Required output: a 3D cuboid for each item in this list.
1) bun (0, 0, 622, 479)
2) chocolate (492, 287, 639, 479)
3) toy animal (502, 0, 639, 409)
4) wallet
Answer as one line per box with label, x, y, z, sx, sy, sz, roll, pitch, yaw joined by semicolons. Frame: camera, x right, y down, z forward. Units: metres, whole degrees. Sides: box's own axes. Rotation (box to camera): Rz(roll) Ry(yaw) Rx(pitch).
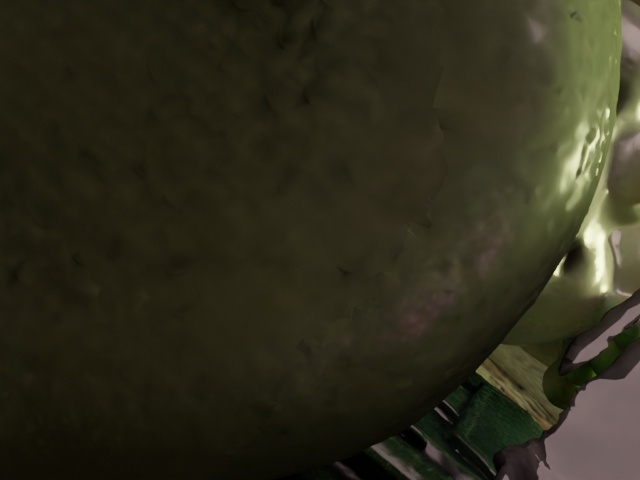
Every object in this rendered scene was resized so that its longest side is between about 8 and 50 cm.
bun;-0.046;-0.055;0.424;0.283;0.283;0.179;46;3;12
chocolate;0.163;0.173;0.379;0.303;0.213;0.303;4;49;-5
toy animal;0.071;-0.053;0.646;0.247;0.182;0.310;32;13;4
wallet;0.005;0.052;0.560;0.236;0.055;0.160;40;18;7
